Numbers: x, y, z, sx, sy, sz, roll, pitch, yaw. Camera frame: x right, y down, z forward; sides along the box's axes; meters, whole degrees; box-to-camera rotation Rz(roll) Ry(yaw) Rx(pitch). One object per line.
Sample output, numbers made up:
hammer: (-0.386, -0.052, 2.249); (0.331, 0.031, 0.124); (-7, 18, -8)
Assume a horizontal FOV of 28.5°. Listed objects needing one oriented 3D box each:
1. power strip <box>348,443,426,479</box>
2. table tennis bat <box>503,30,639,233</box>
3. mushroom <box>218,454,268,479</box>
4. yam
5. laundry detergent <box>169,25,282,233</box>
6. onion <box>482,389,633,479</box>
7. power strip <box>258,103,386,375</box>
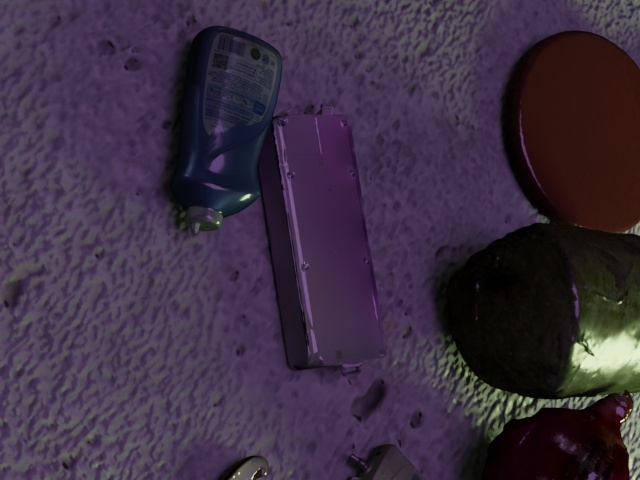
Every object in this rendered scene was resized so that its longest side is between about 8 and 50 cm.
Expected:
power strip: (0.102, 0.296, 1.307); (0.227, 0.029, 0.080); (50, 53, -21)
table tennis bat: (0.385, -0.149, 1.647); (0.414, 0.051, 0.268); (-17, 92, -40)
mushroom: (-0.080, 0.242, 1.169); (0.049, 0.019, 0.101); (46, 57, -23)
yam: (0.295, 0.081, 1.422); (0.300, 0.195, 0.195); (5, 76, -41)
laundry detergent: (-0.094, -0.099, 1.209); (0.096, 0.061, 0.206); (25, 65, -37)
onion: (0.258, 0.230, 1.359); (0.135, 0.173, 0.198); (34, 72, -9)
power strip: (0.000, 0.000, 1.283); (0.109, 0.037, 0.279); (-4, 83, -41)
